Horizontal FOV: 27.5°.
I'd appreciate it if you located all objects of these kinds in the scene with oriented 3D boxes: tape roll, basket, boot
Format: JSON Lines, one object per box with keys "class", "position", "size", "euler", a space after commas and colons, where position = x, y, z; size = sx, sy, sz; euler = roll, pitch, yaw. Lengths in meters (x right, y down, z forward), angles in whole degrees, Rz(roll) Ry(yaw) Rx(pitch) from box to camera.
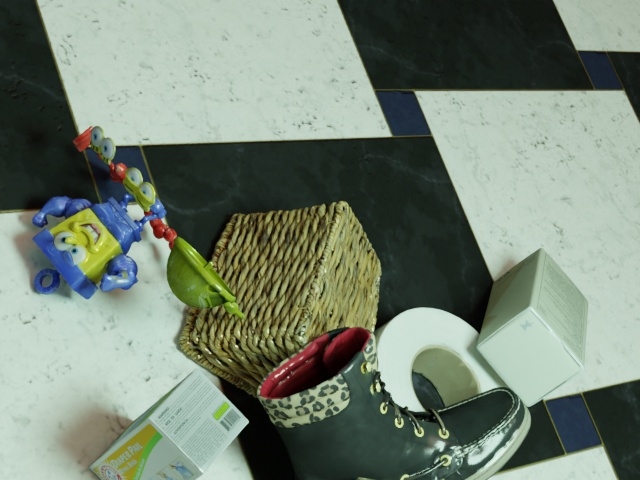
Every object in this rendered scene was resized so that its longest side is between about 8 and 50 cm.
{"class": "tape roll", "position": [0.181, 0.257, 2.146], "size": [0.286, 0.100, 0.286], "euler": [19, 53, -26]}
{"class": "basket", "position": [-0.050, 0.112, 2.070], "size": [0.213, 0.223, 0.299], "euler": [60, 35, -39]}
{"class": "boot", "position": [0.106, 0.251, 1.900], "size": [0.284, 0.377, 0.138], "euler": [66, -5, -26]}

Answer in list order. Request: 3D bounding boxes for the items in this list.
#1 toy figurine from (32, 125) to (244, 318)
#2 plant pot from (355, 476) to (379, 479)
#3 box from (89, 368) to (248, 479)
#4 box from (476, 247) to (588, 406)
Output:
{"class": "toy figurine", "position": [-0.305, 0.032, 1.906], "size": [0.217, 0.191, 0.362], "euler": [-38, 69, -11]}
{"class": "plant pot", "position": [0.084, 0.390, 1.824], "size": [0.109, 0.109, 0.096], "euler": [14, 90, -18]}
{"class": "box", "position": [-0.208, 0.278, 1.768], "size": [0.103, 0.203, 0.114], "euler": [46, 47, -3]}
{"class": "box", "position": [0.373, 0.144, 2.263], "size": [0.148, 0.121, 0.311], "euler": [49, 22, -5]}
